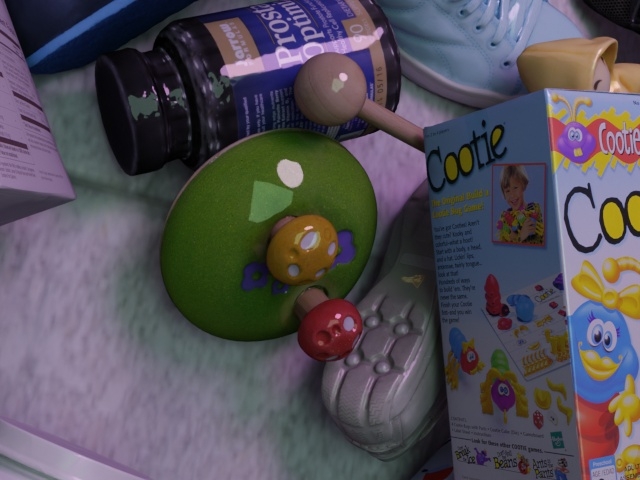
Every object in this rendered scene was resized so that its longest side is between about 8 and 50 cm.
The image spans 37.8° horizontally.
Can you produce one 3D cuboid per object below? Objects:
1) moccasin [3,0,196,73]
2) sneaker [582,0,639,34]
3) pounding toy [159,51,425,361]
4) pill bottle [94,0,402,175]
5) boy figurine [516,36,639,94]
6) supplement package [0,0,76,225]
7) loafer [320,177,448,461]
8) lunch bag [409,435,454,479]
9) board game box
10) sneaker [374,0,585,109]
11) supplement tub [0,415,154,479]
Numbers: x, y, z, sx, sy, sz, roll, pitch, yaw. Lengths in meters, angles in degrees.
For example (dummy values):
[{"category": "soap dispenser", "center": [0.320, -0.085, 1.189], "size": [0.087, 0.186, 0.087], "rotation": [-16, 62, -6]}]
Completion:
[{"category": "moccasin", "center": [-0.102, -0.239, 0.657], "size": [0.342, 0.138, 0.117], "rotation": [-26, 91, 10]}, {"category": "sneaker", "center": [0.334, -0.207, 0.865], "size": [0.227, 0.087, 0.130], "rotation": [33, 37, 21]}, {"category": "pounding toy", "center": [0.000, 0.000, 0.696], "size": [0.183, 0.110, 0.237], "rotation": [31, 101, -42]}, {"category": "pill bottle", "center": [-0.057, -0.121, 0.737], "size": [0.219, 0.123, 0.123], "rotation": [-17, 91, -24]}, {"category": "boy figurine", "center": [0.281, -0.091, 0.853], "size": [0.285, 0.092, 0.177], "rotation": [45, 69, -33]}, {"category": "supplement package", "center": [-0.304, -0.118, 0.566], "size": [0.199, 0.198, 0.263], "rotation": [-20, 92, -2]}, {"category": "loafer", "center": [0.108, 0.041, 0.808], "size": [0.319, 0.112, 0.111], "rotation": [-54, 141, -23]}, {"category": "lunch bag", "center": [0.177, 0.305, 0.794], "size": [0.243, 0.115, 0.303], "rotation": [-41, 101, -23]}, {"category": "board game box", "center": [0.183, 0.040, 0.693], "size": [0.142, 0.144, 0.275], "rotation": [-3, 87, -30]}, {"category": "sneaker", "center": [0.106, -0.222, 0.799], "size": [0.366, 0.150, 0.135], "rotation": [22, 77, -20]}, {"category": "supplement tub", "center": [-0.207, 0.233, 0.625], "size": [0.144, 0.144, 0.200], "rotation": [28, 74, -17]}]
